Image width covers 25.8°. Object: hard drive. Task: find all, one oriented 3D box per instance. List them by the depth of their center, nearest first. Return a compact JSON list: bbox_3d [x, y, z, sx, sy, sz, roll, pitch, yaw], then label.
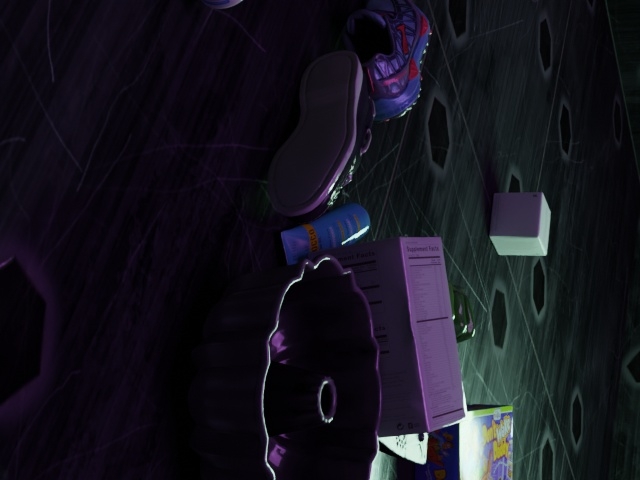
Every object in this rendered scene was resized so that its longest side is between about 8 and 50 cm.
[{"bbox_3d":[0.098,0.220,1.994,0.255,0.054,0.172,41,51,-61],"label":"hard drive"}]

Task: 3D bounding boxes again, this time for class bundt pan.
[{"bbox_3d":[-0.046,0.181,1.590,0.331,0.124,0.330,-3,90,-65],"label":"bundt pan"}]

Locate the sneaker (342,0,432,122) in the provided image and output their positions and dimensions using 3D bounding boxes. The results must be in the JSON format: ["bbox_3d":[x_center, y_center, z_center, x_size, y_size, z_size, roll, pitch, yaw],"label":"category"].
[{"bbox_3d":[0.090,-0.292,1.979,0.262,0.104,0.125,-88,153,-46],"label":"sneaker"}]

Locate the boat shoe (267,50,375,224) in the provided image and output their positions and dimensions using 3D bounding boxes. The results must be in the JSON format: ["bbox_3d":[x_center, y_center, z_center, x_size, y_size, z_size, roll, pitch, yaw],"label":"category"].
[{"bbox_3d":[0.014,-0.119,1.785,0.091,0.114,0.302,62,34,-38],"label":"boat shoe"}]

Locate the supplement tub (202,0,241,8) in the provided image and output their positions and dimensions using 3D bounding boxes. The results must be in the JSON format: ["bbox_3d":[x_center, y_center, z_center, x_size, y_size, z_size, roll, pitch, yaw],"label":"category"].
[{"bbox_3d":[-0.120,-0.308,1.515,0.107,0.071,0.071,56,39,-55],"label":"supplement tub"}]

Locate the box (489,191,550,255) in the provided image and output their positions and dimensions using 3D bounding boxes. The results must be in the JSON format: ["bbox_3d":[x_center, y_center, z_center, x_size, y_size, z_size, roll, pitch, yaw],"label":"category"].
[{"bbox_3d":[0.393,-0.032,2.753,0.087,0.102,0.101,55,40,-58],"label":"box"}]

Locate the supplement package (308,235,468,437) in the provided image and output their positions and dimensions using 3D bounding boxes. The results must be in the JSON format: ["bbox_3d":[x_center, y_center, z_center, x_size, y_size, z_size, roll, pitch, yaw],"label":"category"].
[{"bbox_3d":[0.087,0.123,1.786,0.139,0.134,0.244,1,80,-63],"label":"supplement package"}]

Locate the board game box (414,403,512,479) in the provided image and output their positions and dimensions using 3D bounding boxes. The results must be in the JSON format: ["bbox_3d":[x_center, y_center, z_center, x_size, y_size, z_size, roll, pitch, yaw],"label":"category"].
[{"bbox_3d":[0.249,0.403,2.397,0.347,0.078,0.233,11,79,-68],"label":"board game box"}]

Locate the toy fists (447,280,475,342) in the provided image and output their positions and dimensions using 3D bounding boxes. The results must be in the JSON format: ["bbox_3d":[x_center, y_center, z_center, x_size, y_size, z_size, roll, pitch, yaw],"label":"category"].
[{"bbox_3d":[0.142,0.098,2.055,0.279,0.142,0.096,38,54,-64],"label":"toy fists"}]

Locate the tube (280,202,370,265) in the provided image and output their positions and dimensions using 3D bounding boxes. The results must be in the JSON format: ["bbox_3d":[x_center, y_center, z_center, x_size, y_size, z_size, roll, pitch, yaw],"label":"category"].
[{"bbox_3d":[0.000,0.000,1.842,0.207,0.052,0.080,-33,112,-59],"label":"tube"}]
